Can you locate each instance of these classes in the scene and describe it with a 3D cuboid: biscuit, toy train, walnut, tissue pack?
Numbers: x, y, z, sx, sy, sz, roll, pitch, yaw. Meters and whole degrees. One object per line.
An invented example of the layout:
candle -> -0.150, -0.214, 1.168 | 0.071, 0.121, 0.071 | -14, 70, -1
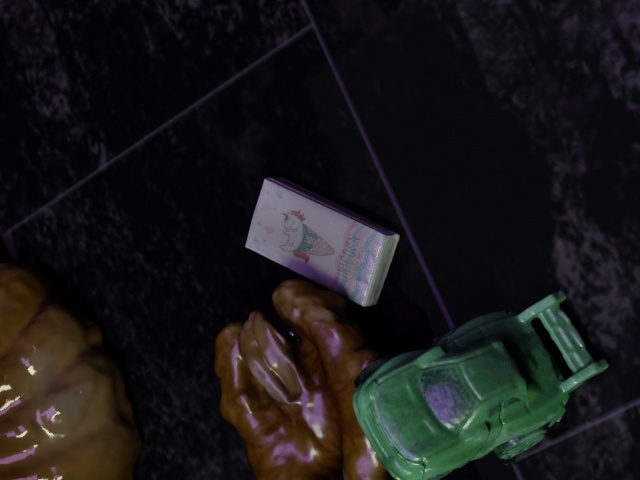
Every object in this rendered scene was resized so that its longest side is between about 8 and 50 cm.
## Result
biscuit -> -0.288, 0.166, 1.456 | 0.325, 0.107, 0.326 | 4, 99, 31
toy train -> 0.098, 0.094, 1.191 | 0.099, 0.149, 0.081 | 61, 146, 15
walnut -> 0.002, 0.113, 1.279 | 0.143, 0.069, 0.170 | -35, 72, 30
tissue pack -> 0.000, 0.000, 1.299 | 0.108, 0.023, 0.056 | 25, 106, 30
